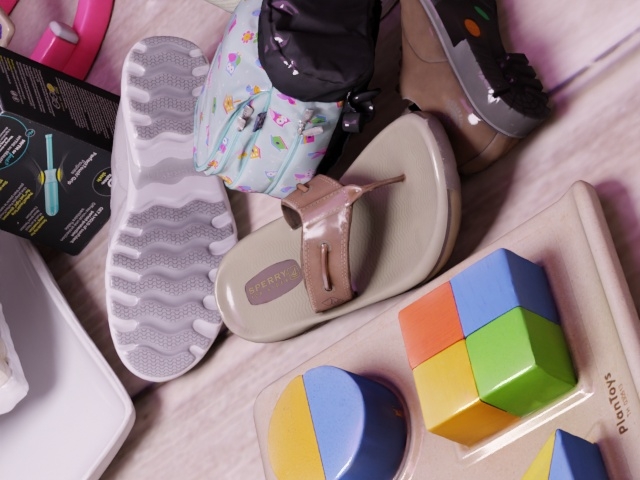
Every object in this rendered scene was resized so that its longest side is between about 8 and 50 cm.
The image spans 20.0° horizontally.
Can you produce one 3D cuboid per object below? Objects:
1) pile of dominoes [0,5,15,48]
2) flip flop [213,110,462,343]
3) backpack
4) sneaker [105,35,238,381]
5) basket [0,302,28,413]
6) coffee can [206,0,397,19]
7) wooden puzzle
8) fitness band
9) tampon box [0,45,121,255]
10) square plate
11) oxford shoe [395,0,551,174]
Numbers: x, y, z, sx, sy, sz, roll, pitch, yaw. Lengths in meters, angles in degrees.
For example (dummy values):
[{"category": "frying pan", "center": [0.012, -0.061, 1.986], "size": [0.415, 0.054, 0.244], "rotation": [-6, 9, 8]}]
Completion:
[{"category": "pile of dominoes", "center": [-0.407, -0.219, 1.754], "size": [0.251, 0.040, 0.196], "rotation": [52, 129, 23]}, {"category": "flip flop", "center": [0.000, 0.000, 1.312], "size": [0.277, 0.080, 0.112], "rotation": [-30, 70, 43]}, {"category": "backpack", "center": [-0.026, -0.113, 1.359], "size": [0.182, 0.115, 0.152], "rotation": [119, 166, -49]}, {"category": "sneaker", "center": [-0.123, -0.020, 1.498], "size": [0.115, 0.105, 0.281], "rotation": [126, 148, -73]}, {"category": "basket", "center": [-0.478, 0.032, 1.551], "size": [0.328, 0.266, 0.331], "rotation": [-28, 49, 0]}, {"category": "coffee can", "center": [-0.075, -0.285, 1.389], "size": [0.201, 0.275, 0.202], "rotation": [-21, 60, 41]}, {"category": "wooden puzzle", "center": [0.078, 0.167, 1.183], "size": [0.348, 0.080, 0.322], "rotation": [-38, 50, 32]}, {"category": "fitness band", "center": [-0.306, -0.183, 1.776], "size": [0.291, 0.054, 0.209], "rotation": [-54, 42, 17]}, {"category": "tampon box", "center": [-0.255, -0.080, 1.592], "size": [0.120, 0.161, 0.101], "rotation": [-46, 45, 24]}, {"category": "square plate", "center": [-0.304, 0.185, 1.624], "size": [0.347, 0.049, 0.344], "rotation": [-56, 42, 15]}, {"category": "oxford shoe", "center": [0.082, -0.142, 1.310], "size": [0.096, 0.082, 0.227], "rotation": [-49, 41, 34]}]
